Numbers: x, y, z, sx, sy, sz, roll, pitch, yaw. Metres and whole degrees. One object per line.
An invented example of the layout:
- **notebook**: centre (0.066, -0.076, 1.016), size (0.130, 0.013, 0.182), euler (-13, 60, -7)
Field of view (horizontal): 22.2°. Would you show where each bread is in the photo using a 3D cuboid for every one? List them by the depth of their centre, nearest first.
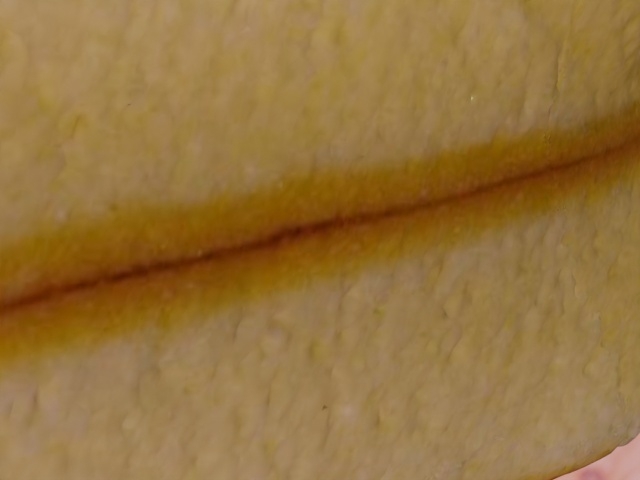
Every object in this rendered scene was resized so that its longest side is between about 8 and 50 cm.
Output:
- **bread**: centre (0.000, 0.000, 0.442), size (0.362, 0.245, 0.233), euler (2, 112, -18)
